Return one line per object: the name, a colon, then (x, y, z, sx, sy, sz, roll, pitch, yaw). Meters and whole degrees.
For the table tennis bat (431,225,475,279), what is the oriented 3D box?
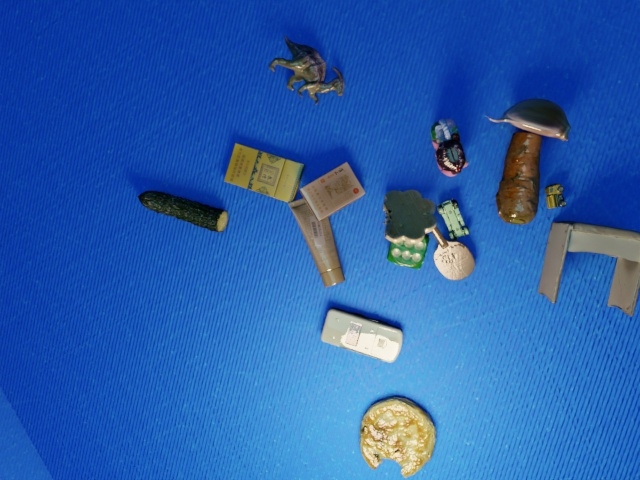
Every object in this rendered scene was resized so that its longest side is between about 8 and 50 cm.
table tennis bat: (0.454, 0.039, 1.617, 0.131, 0.022, 0.234, -29, 103, 23)

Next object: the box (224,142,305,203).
box: (-0.211, -0.253, 1.718, 0.278, 0.041, 0.153, 19, 95, 8)

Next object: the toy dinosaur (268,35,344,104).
toy dinosaur: (-0.050, -0.606, 1.652, 0.294, 0.077, 0.162, 40, 95, -10)

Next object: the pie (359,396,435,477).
pie: (0.285, 0.729, 1.698, 0.302, 0.067, 0.303, 1, 95, 11)

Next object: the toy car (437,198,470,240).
toy car: (0.470, -0.074, 1.616, 0.073, 0.054, 0.143, -25, 97, 11)

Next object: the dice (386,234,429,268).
dice: (0.310, 0.026, 1.614, 0.128, 0.120, 0.131, 17, 95, 8)

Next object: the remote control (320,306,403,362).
remote control: (0.156, 0.349, 1.694, 0.296, 0.056, 0.140, 16, 98, 6)

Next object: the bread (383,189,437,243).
bread: (0.308, -0.083, 1.576, 0.181, 0.251, 0.039, 0, 138, 6)

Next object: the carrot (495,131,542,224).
carrot: (0.676, -0.205, 1.537, 0.138, 0.139, 0.302, 12, 89, 8)

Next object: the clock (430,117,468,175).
clock: (0.429, -0.312, 1.534, 0.100, 0.195, 0.194, -18, 93, 13)

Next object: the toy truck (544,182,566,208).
toy truck: (0.801, -0.153, 1.560, 0.054, 0.049, 0.083, -10, 94, 11)

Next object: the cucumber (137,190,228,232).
cucumber: (-0.536, -0.117, 1.755, 0.359, 0.096, 0.096, 16, 96, 10)

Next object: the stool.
stool: (0.889, 0.083, 1.502, 0.243, 0.170, 0.270, 10, 96, 9)

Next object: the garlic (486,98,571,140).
garlic: (0.683, -0.408, 1.513, 0.266, 0.148, 0.129, 11, 102, 14)

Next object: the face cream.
face cream: (0.000, 0.000, 1.686, 0.137, 0.084, 0.341, -19, 87, -7)

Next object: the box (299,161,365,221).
box: (0.042, -0.175, 1.650, 0.201, 0.058, 0.141, -32, 89, -4)
